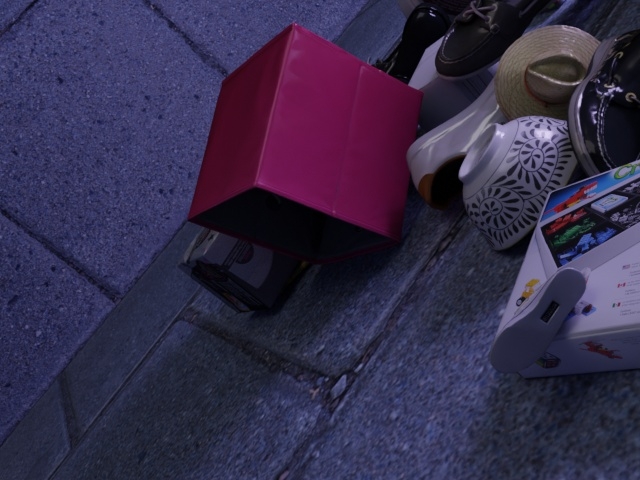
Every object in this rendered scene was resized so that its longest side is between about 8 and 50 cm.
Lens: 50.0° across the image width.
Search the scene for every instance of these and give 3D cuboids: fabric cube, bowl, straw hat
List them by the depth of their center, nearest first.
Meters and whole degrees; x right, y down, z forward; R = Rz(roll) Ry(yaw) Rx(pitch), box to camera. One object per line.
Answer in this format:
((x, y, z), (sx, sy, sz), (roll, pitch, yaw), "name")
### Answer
((0.209, -0.080, 0.772), (0.170, 0.080, 0.170), (-58, 6, 10), "bowl")
((0.274, -0.191, 0.796), (0.144, 0.144, 0.061), (-44, -12, 13), "straw hat")
((-0.024, -0.131, 1.087), (0.254, 0.259, 0.258), (-19, 56, 56), "fabric cube")

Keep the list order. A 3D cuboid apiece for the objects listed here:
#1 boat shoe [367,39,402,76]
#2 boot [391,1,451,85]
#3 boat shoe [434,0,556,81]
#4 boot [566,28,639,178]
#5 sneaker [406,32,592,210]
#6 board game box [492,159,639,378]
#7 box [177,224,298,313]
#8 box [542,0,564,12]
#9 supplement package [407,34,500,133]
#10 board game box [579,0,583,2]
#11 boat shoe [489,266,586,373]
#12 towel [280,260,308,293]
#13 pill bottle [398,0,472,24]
((0.148, -0.381, 1.595), (0.306, 0.105, 0.113), (-43, 18, 16), "boat shoe")
((0.162, -0.293, 1.294), (0.246, 0.094, 0.207), (105, -171, -50), "boot")
((0.293, -0.377, 1.053), (0.335, 0.095, 0.112), (-40, 43, -12), "boat shoe")
((0.349, -0.162, 0.672), (0.179, 0.085, 0.236), (-24, 29, 49), "boot")
((0.245, -0.138, 0.888), (0.290, 0.106, 0.123), (-40, 39, 30), "sneaker")
((0.284, 0.002, 0.525), (0.305, 0.053, 0.193), (-23, 31, 54), "board game box")
((-0.121, -0.013, 1.282), (0.142, 0.163, 0.247), (-18, 36, 56), "box")
((0.402, -0.463, 1.273), (0.114, 0.036, 0.207), (-50, 17, -6), "box")
((0.226, -0.270, 1.167), (0.105, 0.105, 0.179), (-27, 26, 45), "supplement package")
((0.459, -0.434, 1.097), (0.090, 0.020, 0.090), (-22, 32, 55), "board game box")
((0.170, 0.063, 0.543), (0.100, 0.035, 0.035), (-54, -8, 3), "boat shoe")
((0.000, 0.000, 1.283), (0.237, 0.021, 0.102), (-44, 21, 12), "towel")
((0.296, -0.586, 1.365), (0.224, 0.224, 0.392), (-53, 1, -16), "pill bottle")
